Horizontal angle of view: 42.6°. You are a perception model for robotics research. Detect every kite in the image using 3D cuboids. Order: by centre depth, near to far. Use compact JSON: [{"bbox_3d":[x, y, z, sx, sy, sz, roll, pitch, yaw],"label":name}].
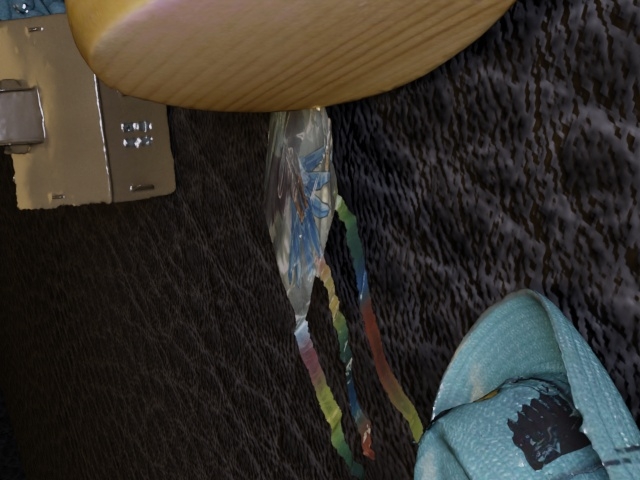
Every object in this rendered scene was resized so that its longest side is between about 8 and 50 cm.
[{"bbox_3d":[-0.002,0.000,0.469,0.310,0.015,0.169,-111,26,-48],"label":"kite"}]

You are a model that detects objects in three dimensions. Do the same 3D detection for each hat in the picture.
[{"bbox_3d":[0.084,0.118,0.340,0.191,0.078,0.138,68,154,23],"label":"hat"}]

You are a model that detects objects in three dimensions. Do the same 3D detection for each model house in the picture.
[{"bbox_3d":[-0.292,-0.121,0.806,0.176,0.248,0.180,10,107,62],"label":"model house"}]

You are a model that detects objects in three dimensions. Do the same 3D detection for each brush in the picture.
[{"bbox_3d":[-0.002,-0.161,0.339,0.267,0.174,0.166,-9,81,55],"label":"brush"}]

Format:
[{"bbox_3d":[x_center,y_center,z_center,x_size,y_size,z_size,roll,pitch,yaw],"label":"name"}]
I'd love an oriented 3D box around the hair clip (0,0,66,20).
[{"bbox_3d":[-0.368,-0.304,0.937,0.194,0.206,0.310,7,105,63],"label":"hair clip"}]
